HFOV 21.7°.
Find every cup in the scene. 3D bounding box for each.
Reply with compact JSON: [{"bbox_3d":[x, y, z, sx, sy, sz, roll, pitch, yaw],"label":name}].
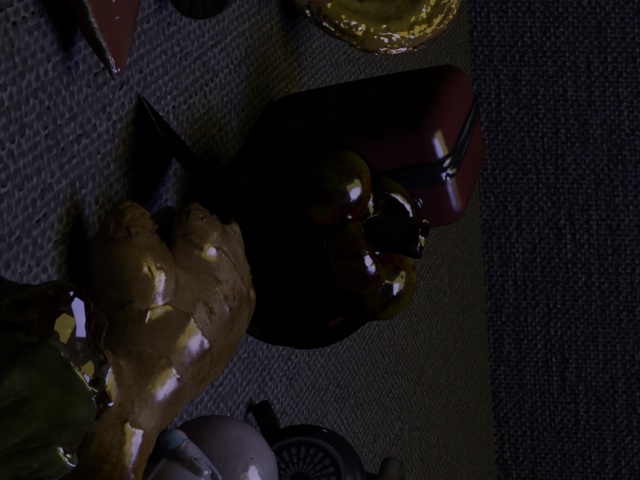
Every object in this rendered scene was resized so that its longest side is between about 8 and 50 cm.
[{"bbox_3d":[-0.026,0.317,2.191,0.223,0.169,0.176,63,-2,26],"label":"cup"}]

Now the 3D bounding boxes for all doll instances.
[{"bbox_3d":[-0.134,0.270,1.764,0.287,0.151,0.151,-18,107,-78],"label":"doll"}]

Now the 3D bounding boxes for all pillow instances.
[{"bbox_3d":[-0.216,-0.271,1.610,0.179,0.075,0.171,72,18,-55],"label":"pillow"}]

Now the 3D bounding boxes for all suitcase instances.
[{"bbox_3d":[0.060,-0.110,2.203,0.236,0.297,0.161,-63,140,-56],"label":"suitcase"}]

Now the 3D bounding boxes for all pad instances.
[{"bbox_3d":[-0.130,-0.071,1.821,0.190,0.004,0.127,48,-10,33],"label":"pad"}]

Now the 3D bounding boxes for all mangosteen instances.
[{"bbox_3d":[-0.001,-0.001,2.007,0.233,0.287,0.287,-48,136,-75],"label":"mangosteen"}]

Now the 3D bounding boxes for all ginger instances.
[{"bbox_3d":[-0.160,0.095,1.655,0.375,0.166,0.236,-78,178,-63],"label":"ginger"}]

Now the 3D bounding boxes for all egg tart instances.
[{"bbox_3d":[0.064,-0.411,2.400,0.120,0.315,0.315,164,-69,-64],"label":"egg tart"}]

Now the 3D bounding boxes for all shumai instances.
[{"bbox_3d":[-0.251,0.124,1.245,0.256,0.218,0.189,-64,141,-59],"label":"shumai"}]

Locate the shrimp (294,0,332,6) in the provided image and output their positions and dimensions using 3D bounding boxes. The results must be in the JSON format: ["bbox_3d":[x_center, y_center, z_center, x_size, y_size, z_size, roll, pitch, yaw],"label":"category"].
[{"bbox_3d":[-0.018,-0.463,2.261,0.169,0.058,0.296,18,73,-39],"label":"shrimp"}]

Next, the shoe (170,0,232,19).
[{"bbox_3d":[-0.130,-0.405,1.884,0.149,0.109,0.293,-58,148,-70],"label":"shoe"}]

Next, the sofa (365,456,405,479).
[{"bbox_3d":[0.098,0.477,2.561,0.200,0.182,0.258,-73,157,-49],"label":"sofa"}]
